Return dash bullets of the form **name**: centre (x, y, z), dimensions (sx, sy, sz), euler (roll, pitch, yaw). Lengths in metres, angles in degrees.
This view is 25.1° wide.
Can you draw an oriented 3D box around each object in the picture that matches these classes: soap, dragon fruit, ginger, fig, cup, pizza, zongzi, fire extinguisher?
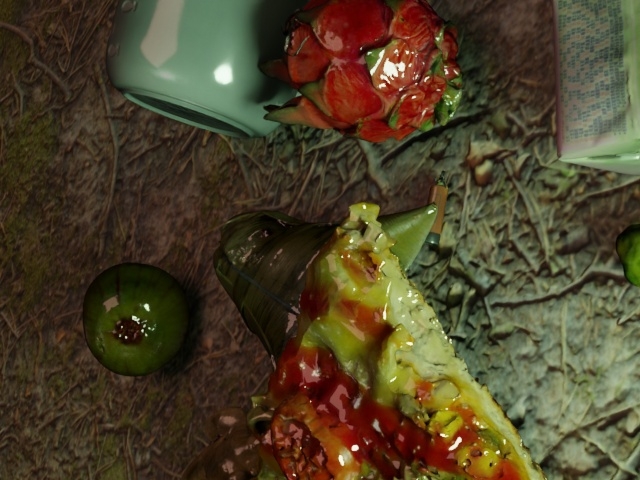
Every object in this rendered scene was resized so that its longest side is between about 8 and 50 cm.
- **soap**: centre (0.319, -0.170, 1.319), dimensions (0.182, 0.138, 0.199), euler (-9, 80, 49)
- **dragon fruit**: centre (0.044, -0.203, 1.634), dimensions (0.274, 0.193, 0.192), euler (16, 46, 31)
- **ginger**: centre (-0.128, 0.298, 1.787), dimensions (0.214, 0.059, 0.133), euler (-59, 36, 15)
- **fig**: centre (-0.257, 0.089, 2.002), dimensions (0.259, 0.151, 0.151), euler (-113, 47, -74)
- **cup**: centre (-0.134, -0.283, 1.866), dimensions (0.356, 0.259, 0.275), euler (155, 133, -83)
- **pizza**: centre (0.030, 0.168, 1.509), dimensions (0.440, 0.130, 0.406), euler (-8, 92, 45)
- **zongzi**: centre (0.000, 0.000, 1.681), dimensions (0.274, 0.125, 0.251), euler (-57, 48, 20)
- **fire extinguisher**: centre (0.131, -0.037, 1.614), dimensions (0.028, 0.022, 0.083), euler (118, 164, -83)

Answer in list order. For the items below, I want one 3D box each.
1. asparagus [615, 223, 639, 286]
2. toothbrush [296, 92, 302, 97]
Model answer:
- **asparagus**: centre (0.386, -0.010, 1.268), dimensions (0.277, 0.060, 0.067), euler (-14, 47, 48)
- **toothbrush**: centre (0.044, -0.227, 1.787), dimensions (0.275, 0.025, 0.019), euler (-21, 63, 45)
